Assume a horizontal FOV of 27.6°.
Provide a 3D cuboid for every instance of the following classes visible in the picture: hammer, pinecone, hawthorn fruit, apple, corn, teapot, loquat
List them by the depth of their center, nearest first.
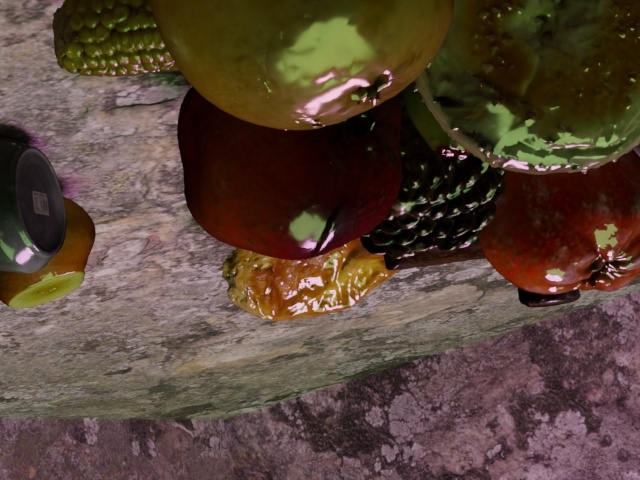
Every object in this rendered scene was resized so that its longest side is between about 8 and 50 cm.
[{"bbox_3d":[-0.015,-0.220,1.103,0.263,0.263,0.263,-11,165,-3],"label":"loquat"},{"bbox_3d":[-0.104,-0.225,1.281,0.322,0.119,0.119,-12,165,-5],"label":"corn"},{"bbox_3d":[-0.046,-0.102,1.518,0.265,0.265,0.307,-4,169,-28],"label":"hawthorn fruit"},{"bbox_3d":[-0.446,-0.029,1.648,0.225,0.170,0.203,-9,168,13],"label":"teapot"},{"bbox_3d":[0.137,-0.099,1.752,0.246,0.246,0.292,-16,180,15],"label":"pinecone"},{"bbox_3d":[-0.388,0.013,1.814,0.147,0.163,0.146,1,176,-9],"label":"apple"},{"bbox_3d":[0.372,-0.039,1.949,0.284,0.284,0.284,-11,165,-3],"label":"hawthorn fruit"},{"bbox_3d":[0.246,-0.003,2.059,0.409,0.242,0.095,-4,174,-39],"label":"hammer"}]

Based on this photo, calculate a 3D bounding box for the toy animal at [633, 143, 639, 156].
[{"bbox_3d":[0.561,-0.077,2.081,0.196,0.241,0.367,-5,163,-18],"label":"toy animal"}]

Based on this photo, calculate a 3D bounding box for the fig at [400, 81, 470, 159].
[{"bbox_3d":[0.181,-0.190,1.433,0.203,0.225,0.203,12,166,3],"label":"fig"}]

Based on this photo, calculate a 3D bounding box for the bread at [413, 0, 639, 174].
[{"bbox_3d":[0.217,-0.216,1.259,0.306,0.305,0.159,-10,-167,-6],"label":"bread"}]

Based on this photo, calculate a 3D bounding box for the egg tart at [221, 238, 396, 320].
[{"bbox_3d":[0.000,0.000,2.095,0.352,0.150,0.352,-15,154,-7],"label":"egg tart"}]
